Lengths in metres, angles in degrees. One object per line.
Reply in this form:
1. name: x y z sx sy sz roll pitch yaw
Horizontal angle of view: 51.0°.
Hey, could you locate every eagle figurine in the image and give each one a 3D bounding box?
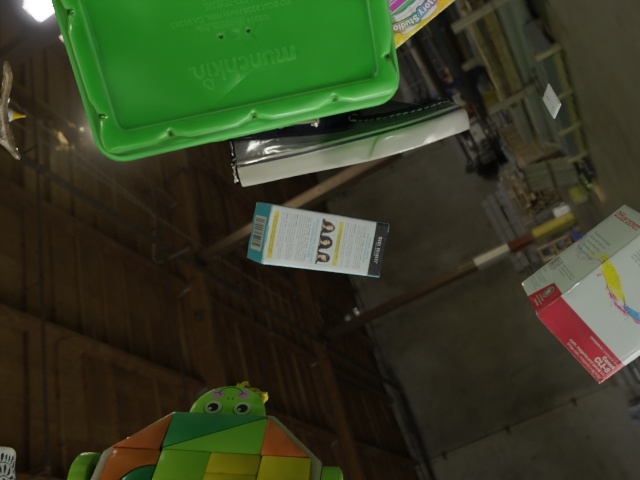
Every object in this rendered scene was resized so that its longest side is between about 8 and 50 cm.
1. eagle figurine: -0.714 -0.259 1.353 0.298 0.226 0.225 23 170 30

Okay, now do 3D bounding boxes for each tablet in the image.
1. tablet: 0.485 -0.293 1.412 0.083 0.006 0.054 46 -160 -76

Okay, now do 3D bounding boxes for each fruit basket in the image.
1. fruit basket: -0.106 -0.263 0.764 0.392 0.392 0.282 -80 -20 -67

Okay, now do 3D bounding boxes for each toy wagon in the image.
1. toy wagon: -0.114 0.248 0.636 0.344 0.267 0.068 -80 -10 -56

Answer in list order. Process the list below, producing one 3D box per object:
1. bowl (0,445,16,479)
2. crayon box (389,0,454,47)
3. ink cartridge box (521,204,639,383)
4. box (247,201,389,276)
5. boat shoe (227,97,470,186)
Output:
1. bowl: -0.452 0.341 0.841 0.080 0.170 0.170 53 -169 19
2. crayon box: 0.062 -0.381 1.116 0.165 0.278 0.081 43 -156 -26
3. ink cartridge box: 0.374 0.063 0.857 0.127 0.176 0.128 47 -164 -4
4. box: 0.000 0.000 1.168 0.244 0.100 0.060 9 -177 -33
5. boat shoe: 0.014 -0.177 0.883 0.127 0.341 0.158 -31 -71 -65
